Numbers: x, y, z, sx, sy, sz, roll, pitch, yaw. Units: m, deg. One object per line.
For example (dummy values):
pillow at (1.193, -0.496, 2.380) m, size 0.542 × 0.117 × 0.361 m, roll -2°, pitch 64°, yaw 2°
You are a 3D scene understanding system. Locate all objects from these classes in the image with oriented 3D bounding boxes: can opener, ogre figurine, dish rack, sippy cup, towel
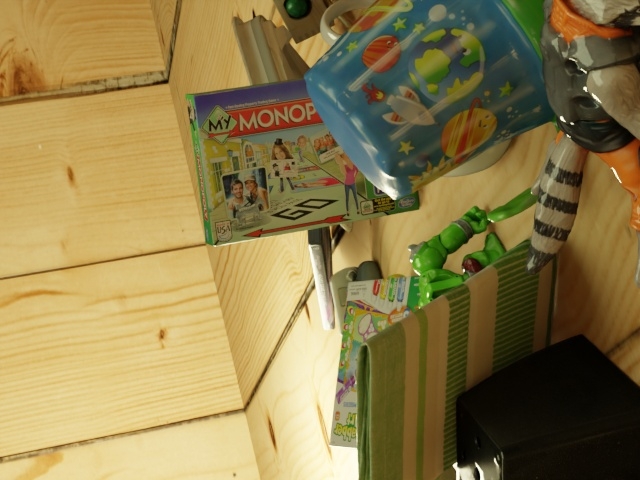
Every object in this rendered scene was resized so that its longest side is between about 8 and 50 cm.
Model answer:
can opener at (0.075, 0.175, 2.260) m, size 0.093 × 0.074 × 0.280 m, roll 172°, pitch 88°, yaw -75°
ogre figurine at (0.178, 0.058, 1.706) m, size 0.097 × 0.118 × 0.197 m, roll 171°, pitch 90°, yaw -75°
dish rack at (-0.015, -0.190, 2.141) m, size 0.333 × 0.072 × 0.286 m, roll 42°, pitch -153°, yaw -58°
sippy cup at (0.115, -0.170, 1.436) m, size 0.305 × 0.224 × 0.240 m, roll 49°, pitch 175°, yaw 27°
towel at (0.152, 0.143, 1.509) m, size 0.038 × 0.324 × 0.248 m, roll 27°, pitch 130°, yaw 36°

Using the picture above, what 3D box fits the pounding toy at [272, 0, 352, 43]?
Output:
pounding toy at (-0.017, -0.383, 2.180) m, size 0.130 × 0.100 × 0.141 m, roll 60°, pitch -170°, yaw -26°

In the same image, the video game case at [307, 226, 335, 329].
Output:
video game case at (0.000, 0.000, 2.333) m, size 0.274 × 0.026 × 0.196 m, roll 82°, pitch -175°, yaw -56°

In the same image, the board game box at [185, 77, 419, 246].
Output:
board game box at (-0.022, -0.123, 1.947) m, size 0.046 × 0.317 × 0.214 m, roll -160°, pitch 61°, yaw -68°

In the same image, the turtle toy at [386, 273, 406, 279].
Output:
turtle toy at (0.119, 0.099, 2.054) m, size 0.095 × 0.066 × 0.130 m, roll -59°, pitch 34°, yaw 32°

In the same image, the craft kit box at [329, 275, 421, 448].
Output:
craft kit box at (0.107, 0.175, 1.921) m, size 0.250 × 0.061 × 0.247 m, roll -10°, pitch 73°, yaw 60°

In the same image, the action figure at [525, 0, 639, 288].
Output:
action figure at (0.266, -0.096, 1.182) m, size 0.341 × 0.178 × 0.330 m, roll -114°, pitch 11°, yaw -49°

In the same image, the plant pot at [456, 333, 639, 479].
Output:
plant pot at (0.244, 0.235, 1.477) m, size 0.187 × 0.166 × 0.188 m, roll -127°, pitch 30°, yaw -62°

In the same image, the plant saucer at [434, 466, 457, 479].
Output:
plant saucer at (0.179, 0.455, 1.994) m, size 0.400 × 0.100 × 0.401 m, roll 171°, pitch 90°, yaw -75°

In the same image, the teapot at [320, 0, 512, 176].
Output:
teapot at (0.111, -0.191, 1.666) m, size 0.256 × 0.187 × 0.253 m, roll -174°, pitch 75°, yaw -76°
